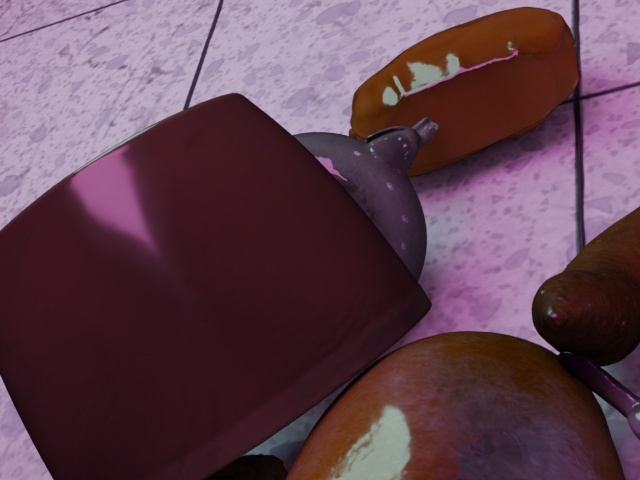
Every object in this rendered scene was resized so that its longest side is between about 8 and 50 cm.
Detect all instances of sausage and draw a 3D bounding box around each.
[{"bbox_3d":[0.137,-0.146,1.114,0.241,0.120,0.136,-24,25,11],"label":"sausage"}]

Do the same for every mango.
[{"bbox_3d":[0.091,0.177,0.709,0.222,0.198,0.384,24,32,17],"label":"mango"}]

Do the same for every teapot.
[{"bbox_3d":[0.000,0.000,1.019,0.193,0.129,0.294,40,98,12],"label":"teapot"}]

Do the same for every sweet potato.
[{"bbox_3d":[0.229,0.030,0.863,0.079,0.108,0.346,40,37,13],"label":"sweet potato"}]

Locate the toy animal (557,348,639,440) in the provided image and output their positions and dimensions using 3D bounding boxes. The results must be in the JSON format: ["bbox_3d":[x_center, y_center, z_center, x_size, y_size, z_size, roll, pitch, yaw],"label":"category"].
[{"bbox_3d":[0.329,0.119,0.680,0.324,0.090,0.195,-7,30,-5],"label":"toy animal"}]

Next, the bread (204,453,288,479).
[{"bbox_3d":[-0.088,0.220,0.882,0.149,0.073,0.122,-20,14,13],"label":"bread"}]

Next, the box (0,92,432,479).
[{"bbox_3d":[-0.098,0.043,0.825,0.301,0.216,0.301,-32,1,1],"label":"box"}]
